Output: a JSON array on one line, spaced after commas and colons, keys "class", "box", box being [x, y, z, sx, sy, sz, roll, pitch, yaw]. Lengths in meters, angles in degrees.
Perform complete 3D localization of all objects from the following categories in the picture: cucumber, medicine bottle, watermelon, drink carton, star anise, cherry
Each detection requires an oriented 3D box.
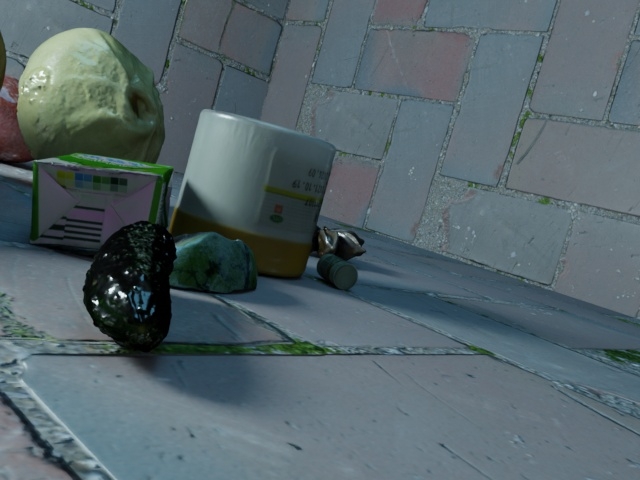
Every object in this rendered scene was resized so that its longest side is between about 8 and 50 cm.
[{"class": "cucumber", "box": [-0.170, 0.033, 0.598, 0.081, 0.072, 0.303, 15, 5, -13]}, {"class": "medicine bottle", "box": [0.028, 0.053, 1.147, 0.047, 0.047, 0.083, 14, 5, -23]}, {"class": "watermelon", "box": [-0.162, 0.018, 0.859, 0.139, 0.071, 0.187, 13, 3, 30]}, {"class": "drink carton", "box": [-0.293, -0.055, 0.914, 0.161, 0.108, 0.271, 7, 7, -10]}, {"class": "star anise", "box": [0.016, 0.003, 1.532, 0.197, 0.073, 0.212, 14, 7, 22]}, {"class": "cherry", "box": [-0.806, -0.305, 1.659, 0.285, 0.213, 0.236, 38, 25, -2]}, {"class": "medicine bottle", "box": [-0.112, -0.079, 1.112, 0.238, 0.231, 0.238, 16, 5, -2]}]

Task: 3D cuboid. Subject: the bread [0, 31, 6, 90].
[{"class": "bread", "box": [-0.716, -0.306, 1.103, 0.348, 0.252, 0.376, 26, -37, -26]}]

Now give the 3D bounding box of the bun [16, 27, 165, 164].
[{"class": "bun", "box": [-0.466, -0.282, 1.458, 0.202, 0.364, 0.364, -3, -2, 21]}]
